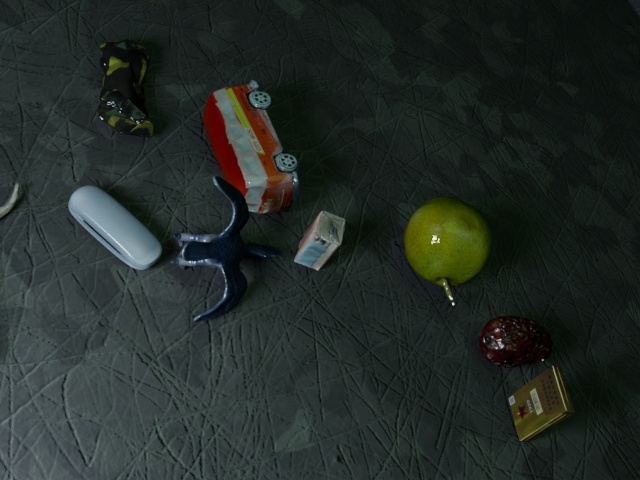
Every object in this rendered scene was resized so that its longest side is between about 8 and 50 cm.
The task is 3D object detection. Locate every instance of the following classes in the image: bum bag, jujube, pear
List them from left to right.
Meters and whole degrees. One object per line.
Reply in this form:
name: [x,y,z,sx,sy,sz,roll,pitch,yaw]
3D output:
bum bag: [-0.367,-0.294,1.627,0.106,0.060,0.233,13,52,-34]
pear: [0.245,0.024,1.691,0.180,0.166,0.216,21,69,-33]
jujube: [0.383,0.191,1.674,0.165,0.104,0.104,1,55,-36]

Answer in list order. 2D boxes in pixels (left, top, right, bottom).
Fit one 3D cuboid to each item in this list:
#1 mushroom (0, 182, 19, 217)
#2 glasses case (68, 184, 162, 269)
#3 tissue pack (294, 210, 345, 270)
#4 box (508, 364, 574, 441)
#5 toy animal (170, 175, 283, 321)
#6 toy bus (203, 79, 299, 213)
mushroom: [-0.517,0.024,1.308,0.068,0.043,0.306,28,42,-34]
glasses case: [-0.342,-0.022,1.440,0.178,0.045,0.067,42,46,3]
tissue pack: [0.000,0.000,1.592,0.058,0.094,0.074,25,48,-13]
box: [0.399,0.298,1.571,0.023,0.133,0.090,13,49,-26]
toy animal: [-0.159,0.010,1.451,0.176,0.239,0.255,1,6,2]
toy bus: [-0.135,-0.170,1.638,0.119,0.121,0.265,-10,62,-26]
